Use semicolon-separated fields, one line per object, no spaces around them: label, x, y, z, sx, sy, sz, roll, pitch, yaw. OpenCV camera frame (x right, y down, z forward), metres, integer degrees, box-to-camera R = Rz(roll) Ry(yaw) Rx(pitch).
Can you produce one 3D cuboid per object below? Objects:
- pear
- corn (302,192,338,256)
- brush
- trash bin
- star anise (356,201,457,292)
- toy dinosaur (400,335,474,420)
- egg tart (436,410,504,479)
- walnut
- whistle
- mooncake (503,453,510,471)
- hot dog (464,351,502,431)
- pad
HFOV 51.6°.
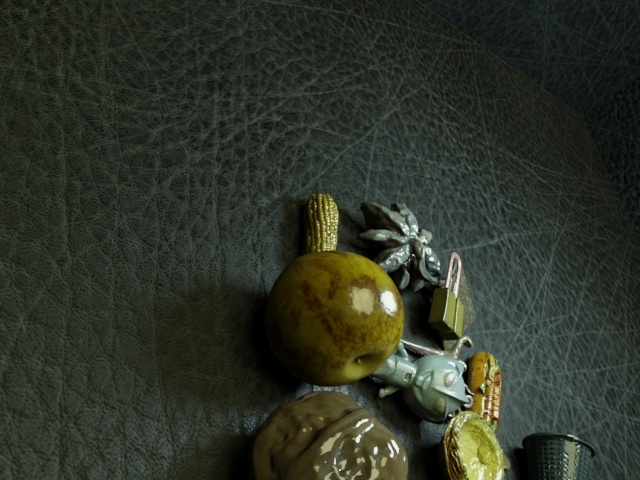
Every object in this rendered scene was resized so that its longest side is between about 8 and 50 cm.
pear;0.022;0.147;1.301;0.280;0.280;0.281;27;44;-29
corn;0.000;0.000;1.548;0.086;0.086;0.288;27;45;-29
brush;0.338;0.134;1.725;0.103;0.047;0.233;44;48;-39
trash bin;0.584;0.581;1.627;0.175;0.175;0.161;32;52;-24
star anise;0.230;0.011;1.729;0.316;0.139;0.359;58;40;-6
toy dinosaur;0.295;0.299;1.624;0.199;0.072;0.251;-26;91;-41
egg tart;0.326;0.481;1.468;0.212;0.090;0.213;21;60;-42
walnut;0.011;0.389;1.123;0.273;0.273;0.227;-42;125;-53
whistle;0.199;0.305;1.475;0.346;0.142;0.134;25;15;-15
mooncake;0.457;0.654;1.510;0.150;0.057;0.347;21;48;-17
hot dog;0.421;0.377;1.685;0.104;0.076;0.250;40;41;-13
pad;0.361;0.185;1.786;0.235;0.003;0.158;-32;108;-52
